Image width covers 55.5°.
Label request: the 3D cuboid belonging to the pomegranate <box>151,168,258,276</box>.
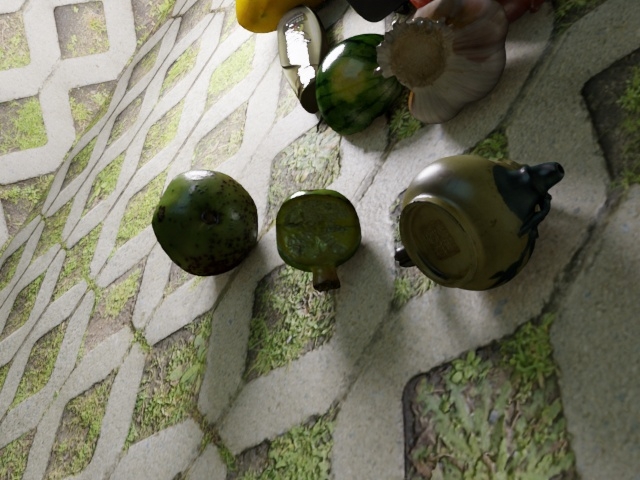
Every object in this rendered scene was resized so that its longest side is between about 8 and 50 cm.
[{"bbox_3d":[-0.230,-0.029,1.238,0.214,0.214,0.248,-64,2,-12],"label":"pomegranate"}]

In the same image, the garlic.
[{"bbox_3d":[0.160,-0.308,0.966,0.256,0.207,0.207,38,93,38],"label":"garlic"}]

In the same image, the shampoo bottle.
[{"bbox_3d":[-0.035,-0.423,1.405,0.125,0.084,0.350,-34,41,24],"label":"shampoo bottle"}]

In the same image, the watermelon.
[{"bbox_3d":[0.060,-0.312,1.170,0.232,0.127,0.204,21,82,59],"label":"watermelon"}]

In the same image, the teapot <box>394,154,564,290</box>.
[{"bbox_3d":[0.197,-0.031,0.778,0.182,0.173,0.269,-32,-4,-29],"label":"teapot"}]

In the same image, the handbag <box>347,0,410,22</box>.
[{"bbox_3d":[0.151,-0.571,1.233,0.254,0.181,0.181,-37,32,25],"label":"handbag"}]

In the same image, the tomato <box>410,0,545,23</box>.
[{"bbox_3d":[0.239,-0.486,0.955,0.334,0.176,0.290,-10,95,50],"label":"tomato"}]

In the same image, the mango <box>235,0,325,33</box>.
[{"bbox_3d":[-0.055,-0.708,1.543,0.445,0.232,0.300,-39,41,33],"label":"mango"}]

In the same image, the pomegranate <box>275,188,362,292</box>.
[{"bbox_3d":[-0.002,-0.001,1.000,0.122,0.143,0.169,163,95,-84],"label":"pomegranate"}]
